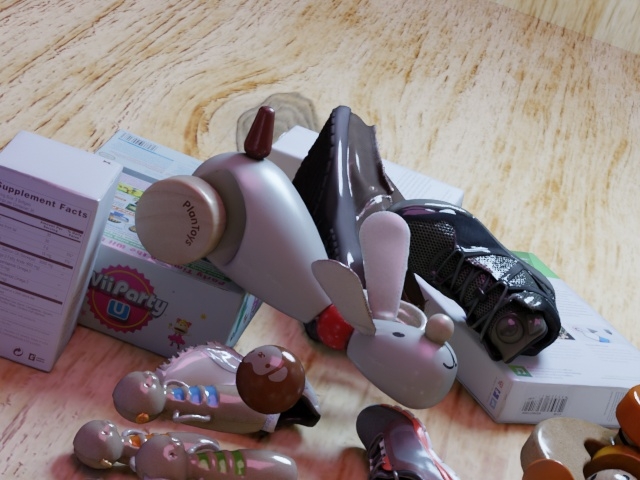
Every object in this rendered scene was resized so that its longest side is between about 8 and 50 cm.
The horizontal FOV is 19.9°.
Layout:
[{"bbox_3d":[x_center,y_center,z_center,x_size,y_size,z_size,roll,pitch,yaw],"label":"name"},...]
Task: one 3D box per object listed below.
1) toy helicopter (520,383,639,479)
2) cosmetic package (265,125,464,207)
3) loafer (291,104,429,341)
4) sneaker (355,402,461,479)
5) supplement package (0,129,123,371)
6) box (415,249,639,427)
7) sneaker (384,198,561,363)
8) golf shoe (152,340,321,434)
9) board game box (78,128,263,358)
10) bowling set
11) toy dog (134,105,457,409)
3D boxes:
[{"bbox_3d":[0.300,0.282,1.558,0.235,0.140,0.355,3,38,-50],"label":"toy helicopter"},{"bbox_3d":[0.047,-0.052,2.213,0.231,0.085,0.117,21,21,10],"label":"cosmetic package"},{"bbox_3d":[0.044,-0.006,2.018,0.130,0.134,0.366,19,38,-18],"label":"loafer"},{"bbox_3d":[0.067,0.200,1.651,0.065,0.061,0.158,-4,30,-33],"label":"sneaker"},{"bbox_3d":[-0.260,0.008,1.668,0.105,0.179,0.105,19,21,0],"label":"supplement package"},{"bbox_3d":[0.216,0.099,2.026,0.232,0.058,0.322,6,26,-30],"label":"box"},{"bbox_3d":[0.160,0.044,1.867,0.227,0.087,0.130,36,17,-22],"label":"sneaker"},{"bbox_3d":[-0.073,0.140,1.669,0.176,0.069,0.086,0,34,-38],"label":"golf shoe"},{"bbox_3d":[-0.160,0.004,1.881,0.224,0.097,0.303,21,21,4],"label":"board game box"},{"bbox_3d":[-0.111,0.157,1.426,0.154,0.199,0.287,9,20,-22],"label":"bowling set"},{"bbox_3d":[0.000,0.000,1.704,0.334,0.161,0.220,28,22,-7],"label":"toy dog"}]
